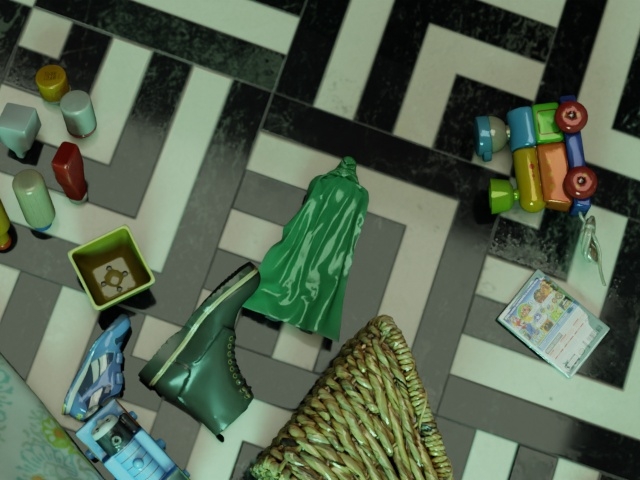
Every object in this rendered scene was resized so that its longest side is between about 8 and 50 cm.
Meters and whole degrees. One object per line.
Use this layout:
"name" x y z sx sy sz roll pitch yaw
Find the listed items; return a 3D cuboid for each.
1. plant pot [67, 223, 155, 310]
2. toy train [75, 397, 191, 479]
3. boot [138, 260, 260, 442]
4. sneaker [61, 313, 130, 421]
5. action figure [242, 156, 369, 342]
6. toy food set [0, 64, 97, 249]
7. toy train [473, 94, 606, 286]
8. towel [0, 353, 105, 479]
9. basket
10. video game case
"plant pot" -0.257 0.040 1.707 0.081 0.083 0.081 -26 83 -11
"toy train" -0.211 0.269 1.642 0.080 0.105 0.184 -42 99 -13
"boot" -0.110 0.137 1.704 0.137 0.077 0.198 42 100 -1
"sneaker" -0.264 0.160 1.699 0.059 0.053 0.144 27 84 -2
"action figure" 0.000 0.000 1.754 0.137 0.063 0.232 22 81 1
"toy food set" -0.348 -0.099 1.738 0.111 0.104 0.232 12 59 10
"toy train" 0.281 -0.056 1.783 0.143 0.105 0.248 -6 79 3
"towel" -0.387 0.274 1.524 0.090 0.320 0.374 -41 86 28
"basket" 0.070 0.241 1.590 0.213 0.299 0.223 39 77 2
"video game case" 0.302 0.108 1.791 0.122 0.011 0.087 40 78 3
